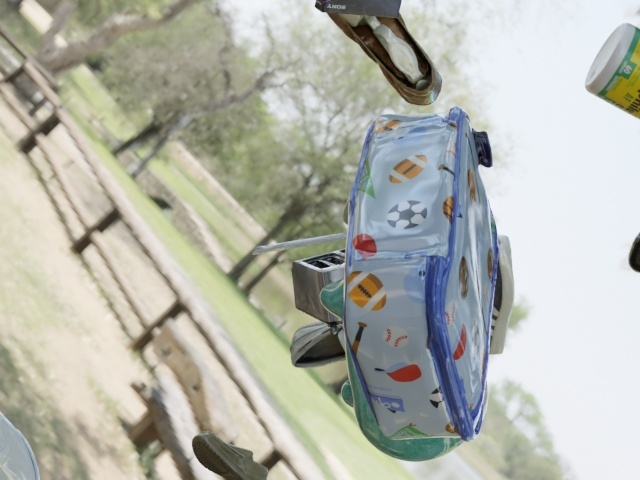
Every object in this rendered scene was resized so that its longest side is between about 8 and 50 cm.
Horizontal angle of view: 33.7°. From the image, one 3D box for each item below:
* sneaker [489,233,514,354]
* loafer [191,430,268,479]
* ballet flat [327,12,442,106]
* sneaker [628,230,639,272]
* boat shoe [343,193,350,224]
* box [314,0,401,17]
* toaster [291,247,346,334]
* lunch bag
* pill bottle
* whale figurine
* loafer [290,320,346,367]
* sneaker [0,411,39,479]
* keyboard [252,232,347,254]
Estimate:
[{"bbox_3d":[0.336,0.125,2.287,0.131,0.148,0.350,-82,173,-46],"label":"sneaker"},{"bbox_3d":[-0.133,0.328,1.578,0.056,0.050,0.148,-18,-56,40],"label":"loafer"},{"bbox_3d":[0.115,-0.402,2.037,0.342,0.116,0.124,53,2,-1],"label":"ballet flat"},{"bbox_3d":[0.724,-0.028,2.220,0.079,0.217,0.121,42,5,19],"label":"sneaker"},{"bbox_3d":[0.110,-0.114,1.857,0.081,0.228,0.068,20,41,-20],"label":"boat shoe"},{"bbox_3d":[0.063,-0.370,1.360,0.116,0.162,0.029,-2,31,-24],"label":"box"},{"bbox_3d":[0.052,0.080,1.897,0.186,0.168,0.110,-160,-122,-65],"label":"toaster"},{"bbox_3d":[0.109,0.030,1.022,0.303,0.115,0.243,-74,152,-43],"label":"lunch bag"},{"bbox_3d":[0.508,-0.224,1.557,0.208,0.117,0.117,28,0,-2],"label":"pill bottle"},{"bbox_3d":[0.087,0.155,1.344,0.141,0.216,0.272,-18,71,-53],"label":"whale figurine"},{"bbox_3d":[0.078,0.219,2.377,0.112,0.319,0.111,57,26,-27],"label":"loafer"},{"bbox_3d":[-0.494,0.270,1.504,0.258,0.094,0.091,55,-9,-6],"label":"sneaker"},{"bbox_3d":[0.000,0.000,1.710,0.256,0.072,0.014,-10,91,-50],"label":"keyboard"}]
